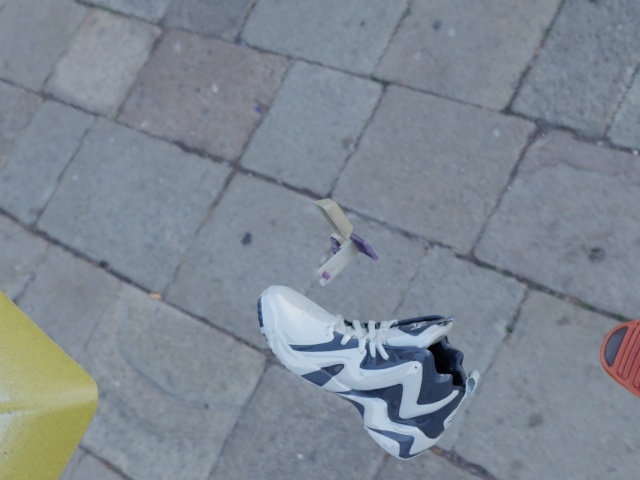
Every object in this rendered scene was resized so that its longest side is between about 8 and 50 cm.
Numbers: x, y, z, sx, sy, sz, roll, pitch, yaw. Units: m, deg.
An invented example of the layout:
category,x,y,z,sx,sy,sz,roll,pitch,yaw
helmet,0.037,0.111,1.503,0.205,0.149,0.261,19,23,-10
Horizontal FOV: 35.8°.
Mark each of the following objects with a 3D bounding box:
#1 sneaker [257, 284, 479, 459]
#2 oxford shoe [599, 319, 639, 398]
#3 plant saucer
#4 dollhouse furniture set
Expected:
category,x,y,z,sx,sy,sz,roll,pitch,yaw
sneaker,0.059,0.099,1.000,0.235,0.094,0.153,45,119,5
oxford shoe,0.397,0.152,0.935,0.271,0.098,0.096,21,76,34
plant saucer,-0.438,0.206,1.102,0.333,0.081,0.332,36,104,27
dollhouse furniture set,0.000,0.000,1.320,0.081,0.114,0.091,-43,33,-10
